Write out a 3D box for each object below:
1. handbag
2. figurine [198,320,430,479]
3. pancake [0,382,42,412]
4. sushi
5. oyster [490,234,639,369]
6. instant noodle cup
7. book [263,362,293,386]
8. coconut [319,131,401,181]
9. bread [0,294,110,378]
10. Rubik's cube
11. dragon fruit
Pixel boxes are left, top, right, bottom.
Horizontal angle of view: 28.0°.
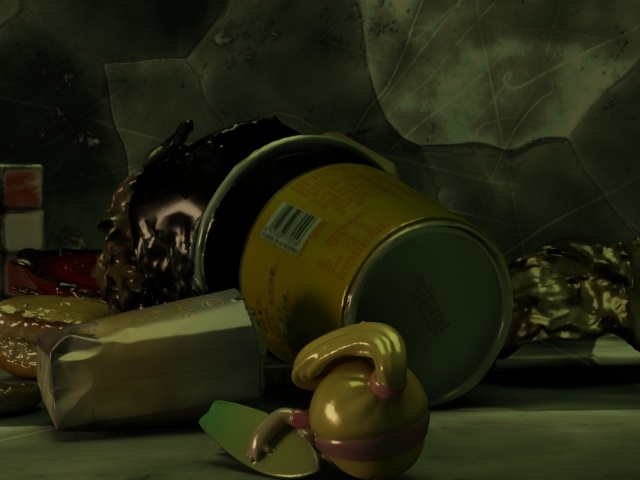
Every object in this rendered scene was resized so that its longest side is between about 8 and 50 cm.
[{"bbox_3d":[-0.112,0.086,0.913,0.173,0.095,0.117,-4,4,-17],"label":"handbag"},{"bbox_3d":[-0.004,0.095,0.712,0.083,0.083,0.187,-1,-10,-30],"label":"figurine"},{"bbox_3d":[-0.293,0.123,1.015,0.152,0.025,0.151,-2,0,0],"label":"pancake"},{"bbox_3d":[-0.115,-0.006,1.244,0.219,0.225,0.238,2,3,37],"label":"sushi"},{"bbox_3d":[0.284,0.061,1.210,0.337,0.133,0.198,-6,10,-28],"label":"oyster"},{"bbox_3d":[0.031,0.031,1.040,0.216,0.215,0.236,-1,12,-25],"label":"instant noodle cup"},{"bbox_3d":[-0.059,0.120,1.235,0.162,0.022,0.232,-1,-1,41],"label":"book"},{"bbox_3d":[0.000,0.000,1.457,0.259,0.259,0.259,-1,0,0],"label":"coconut"},{"bbox_3d":[-0.264,0.099,1.265,0.125,0.082,0.106,9,12,11],"label":"bread"},{"bbox_3d":[-0.540,0.020,1.805,0.259,0.253,0.256,1,-1,-30],"label":"Rubik's cube"},{"bbox_3d":[-0.238,0.072,1.580,0.282,0.100,0.343,15,8,0],"label":"dragon fruit"}]
